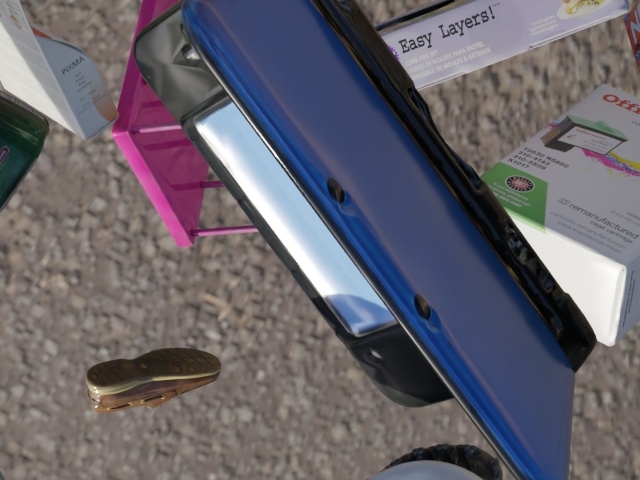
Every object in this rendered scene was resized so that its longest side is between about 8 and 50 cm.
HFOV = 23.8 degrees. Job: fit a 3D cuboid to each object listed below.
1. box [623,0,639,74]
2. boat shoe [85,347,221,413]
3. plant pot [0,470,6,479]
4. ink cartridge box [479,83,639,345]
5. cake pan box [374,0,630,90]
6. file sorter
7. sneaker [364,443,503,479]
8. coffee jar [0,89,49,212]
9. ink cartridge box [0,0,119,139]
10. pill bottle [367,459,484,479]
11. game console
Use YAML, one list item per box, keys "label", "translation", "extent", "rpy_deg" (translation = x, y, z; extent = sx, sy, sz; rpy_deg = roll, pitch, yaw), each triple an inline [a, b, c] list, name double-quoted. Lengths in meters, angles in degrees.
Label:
- label: "box"
  translation: [0.298, -0.045, 0.639]
  extent: [0.177, 0.290, 0.279]
  rpy_deg: [-8, 73, -16]
- label: "boat shoe"
  translation: [-0.216, 0.183, 1.961]
  extent: [0.178, 0.064, 0.060]
  rpy_deg: [-9, 124, -20]
- label: "plant pot"
  translation: [-0.343, 0.209, 1.079]
  extent: [0.290, 0.290, 0.195]
  rpy_deg: [20, 136, -1]
- label: "ink cartridge box"
  translation: [0.310, -0.037, 1.641]
  extent: [0.201, 0.278, 0.117]
  rpy_deg: [28, 136, 30]
- label: "cake pan box"
  translation: [0.162, -0.215, 1.482]
  extent: [0.266, 0.246, 0.070]
  rpy_deg: [-20, 98, 14]
- label: "file sorter"
  translation: [-0.083, -0.173, 1.655]
  extent: [0.182, 0.291, 0.202]
  rpy_deg: [-4, 144, 16]
- label: "sneaker"
  translation: [0.102, 0.339, 1.886]
  extent: [0.276, 0.098, 0.135]
  rpy_deg: [-22, 137, 7]
- label: "coffee jar"
  translation: [-0.282, -0.090, 1.015]
  extent: [0.184, 0.079, 0.096]
  rpy_deg: [34, 95, -21]
- label: "ink cartridge box"
  translation: [-0.257, -0.186, 1.310]
  extent: [0.145, 0.045, 0.179]
  rpy_deg: [31, 150, 41]
- label: "pill bottle"
  translation: [0.083, 0.241, 1.027]
  extent: [0.124, 0.124, 0.221]
  rpy_deg: [-3, 151, 11]
- label: "game console"
  translation: [0.000, 0.000, 0.808]
  extent: [0.293, 0.173, 0.250]
  rpy_deg: [54, 142, -10]
